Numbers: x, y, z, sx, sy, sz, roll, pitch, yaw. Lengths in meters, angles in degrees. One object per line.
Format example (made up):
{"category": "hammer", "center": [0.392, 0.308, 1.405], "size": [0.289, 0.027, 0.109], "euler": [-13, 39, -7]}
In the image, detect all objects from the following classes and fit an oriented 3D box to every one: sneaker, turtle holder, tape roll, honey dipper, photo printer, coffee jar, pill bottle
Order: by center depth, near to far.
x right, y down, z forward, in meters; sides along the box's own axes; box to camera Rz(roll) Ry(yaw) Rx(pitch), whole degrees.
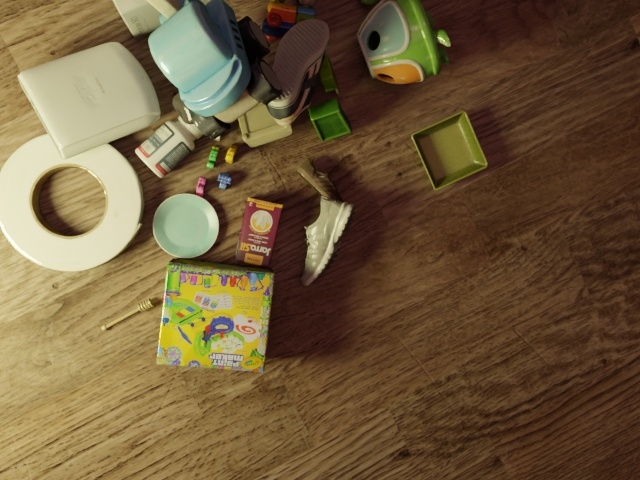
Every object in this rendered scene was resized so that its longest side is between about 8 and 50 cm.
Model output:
{"category": "photo printer", "center": [-0.605, -0.386, 1.627], "size": [0.308, 0.107, 0.255], "euler": [-28, 85, -23]}
{"category": "sneaker", "center": [-0.066, -0.454, 1.633], "size": [0.126, 0.127, 0.321], "euler": [18, 64, 14]}
{"category": "coffee jar", "center": [-0.325, -0.376, 1.663], "size": [0.079, 0.184, 0.096], "euler": [-31, 94, 26]}
{"category": "tape roll", "center": [-0.690, -0.107, 1.682], "size": [0.393, 0.072, 0.391], "euler": [0, 92, -9]}
{"category": "pill bottle", "center": [-0.418, -0.272, 1.696], "size": [0.180, 0.108, 0.108], "euler": [-43, 97, -4]}
{"category": "turtle holder", "center": [0.217, -0.598, 1.709], "size": [0.228, 0.243, 0.320], "euler": [-21, 105, 10]}
{"category": "honey dipper", "center": [-0.558, 0.215, 1.736], "size": [0.161, 0.030, 0.030], "euler": [-28, 96, -4]}
{"category": "sneaker", "center": [0.000, 0.000, 1.767], "size": [0.115, 0.105, 0.281], "euler": [28, 103, 11]}
{"category": "sneaker", "center": [0.020, -0.165, 1.783], "size": [0.188, 0.066, 0.071], "euler": [44, 85, -8]}

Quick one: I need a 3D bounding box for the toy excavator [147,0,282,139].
{"category": "toy excavator", "center": [-0.329, -0.521, 1.415], "size": [0.223, 0.445, 0.432], "euler": [-28, 62, 20]}

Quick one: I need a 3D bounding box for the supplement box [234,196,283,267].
{"category": "supplement box", "center": [-0.180, -0.024, 1.752], "size": [0.104, 0.081, 0.188], "euler": [12, 91, -9]}

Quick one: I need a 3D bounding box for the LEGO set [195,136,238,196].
{"category": "LEGO set", "center": [-0.285, -0.227, 1.723], "size": [0.087, 0.093, 0.227], "euler": [16, 90, -9]}

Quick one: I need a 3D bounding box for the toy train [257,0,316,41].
{"category": "toy train", "center": [-0.133, -0.657, 1.729], "size": [0.248, 0.105, 0.143], "euler": [8, 81, -8]}

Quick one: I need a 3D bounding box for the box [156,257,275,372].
{"category": "box", "center": [-0.291, 0.206, 1.698], "size": [0.290, 0.177, 0.278], "euler": [7, 91, -9]}

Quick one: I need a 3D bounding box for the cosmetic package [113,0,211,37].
{"category": "cosmetic package", "center": [-0.348, -0.737, 1.626], "size": [0.454, 0.230, 0.161], "euler": [-27, 96, -5]}

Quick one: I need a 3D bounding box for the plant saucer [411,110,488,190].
{"category": "plant saucer", "center": [0.389, -0.272, 1.841], "size": [0.189, 0.045, 0.188], "euler": [-25, 95, -6]}

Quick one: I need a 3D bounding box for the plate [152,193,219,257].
{"category": "plate", "center": [-0.389, -0.042, 1.751], "size": [0.188, 0.024, 0.188], "euler": [0, 93, -8]}

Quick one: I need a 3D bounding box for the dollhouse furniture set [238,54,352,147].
{"category": "dollhouse furniture set", "center": [-0.086, -0.385, 1.761], "size": [0.302, 0.151, 0.197], "euler": [-16, 73, 10]}
